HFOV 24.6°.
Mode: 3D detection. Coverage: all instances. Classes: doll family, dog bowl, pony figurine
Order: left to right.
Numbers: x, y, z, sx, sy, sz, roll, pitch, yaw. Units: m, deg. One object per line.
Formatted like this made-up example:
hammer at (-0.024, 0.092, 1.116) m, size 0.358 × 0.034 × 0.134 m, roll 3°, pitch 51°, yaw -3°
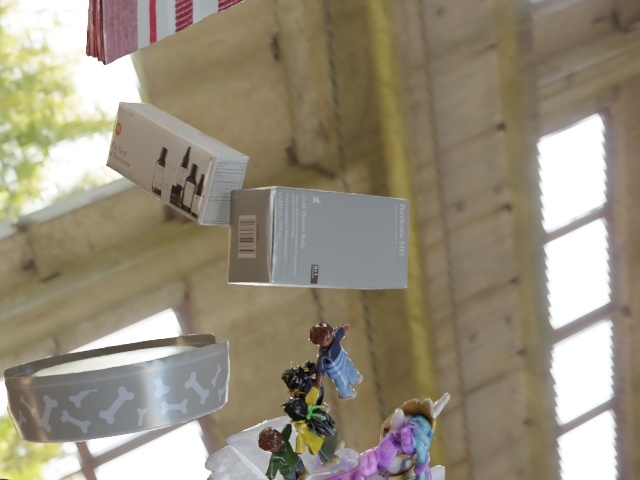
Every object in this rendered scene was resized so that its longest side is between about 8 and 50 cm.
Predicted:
dog bowl at (-0.293, 0.214, 2.134) m, size 0.348 × 0.348 × 0.102 m, roll -5°, pitch -85°, yaw 64°
doll family at (-0.010, 0.173, 1.573) m, size 0.076 × 0.193 × 0.111 m, roll -9°, pitch -43°, yaw 25°
pony figurine at (0.044, 0.378, 2.179) m, size 0.303 × 0.351 × 0.363 m, roll 52°, pitch -16°, yaw 23°

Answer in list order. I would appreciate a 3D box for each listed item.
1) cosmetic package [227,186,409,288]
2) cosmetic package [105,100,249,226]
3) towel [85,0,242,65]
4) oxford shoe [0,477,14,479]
cosmetic package at (0.000, 0.000, 1.906) m, size 0.107 × 0.238 × 0.127 m, roll -2°, pitch -93°, yaw 52°
cosmetic package at (-0.197, -0.106, 1.968) m, size 0.239 × 0.060 × 0.099 m, roll 29°, pitch -71°, yaw 45°
towel at (-0.159, -0.363, 1.706) m, size 0.037 × 0.329 × 0.237 m, roll 22°, pitch -55°, yaw 27°
oxford shoe at (-0.432, 0.322, 1.828) m, size 0.096 × 0.227 × 0.083 m, roll 107°, pitch -11°, yaw -53°
